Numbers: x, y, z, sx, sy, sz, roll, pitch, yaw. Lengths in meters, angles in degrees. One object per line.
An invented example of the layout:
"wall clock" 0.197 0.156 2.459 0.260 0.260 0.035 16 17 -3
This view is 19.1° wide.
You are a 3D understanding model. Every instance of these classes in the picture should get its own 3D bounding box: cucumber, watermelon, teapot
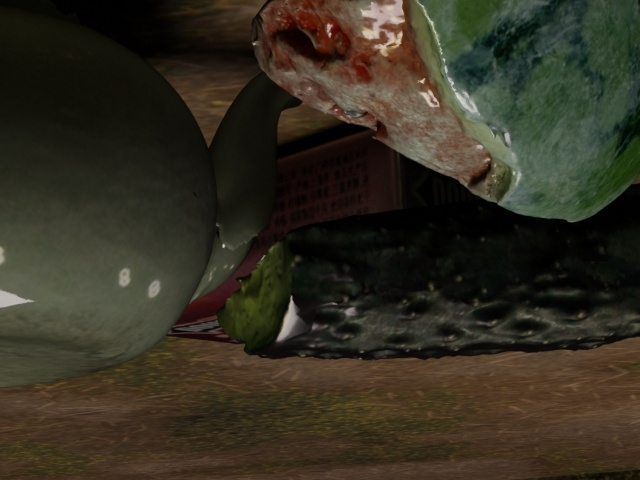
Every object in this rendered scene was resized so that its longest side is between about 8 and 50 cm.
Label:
"cucumber" 0.062 0.024 0.763 0.211 0.062 0.078 -9 158 -38
"watermelon" 0.038 -0.054 0.638 0.139 0.071 0.187 8 157 35
"teapot" -0.134 -0.019 0.675 0.294 0.129 0.193 5 165 -25

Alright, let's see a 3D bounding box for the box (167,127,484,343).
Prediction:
"box" 0.000 0.000 0.917 0.224 0.069 0.120 -14 163 43
